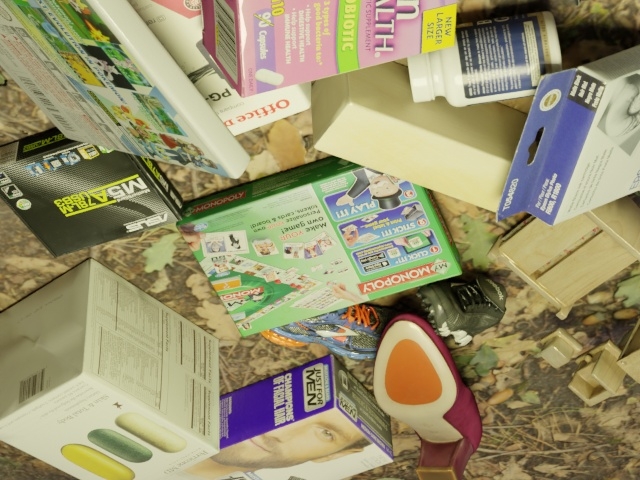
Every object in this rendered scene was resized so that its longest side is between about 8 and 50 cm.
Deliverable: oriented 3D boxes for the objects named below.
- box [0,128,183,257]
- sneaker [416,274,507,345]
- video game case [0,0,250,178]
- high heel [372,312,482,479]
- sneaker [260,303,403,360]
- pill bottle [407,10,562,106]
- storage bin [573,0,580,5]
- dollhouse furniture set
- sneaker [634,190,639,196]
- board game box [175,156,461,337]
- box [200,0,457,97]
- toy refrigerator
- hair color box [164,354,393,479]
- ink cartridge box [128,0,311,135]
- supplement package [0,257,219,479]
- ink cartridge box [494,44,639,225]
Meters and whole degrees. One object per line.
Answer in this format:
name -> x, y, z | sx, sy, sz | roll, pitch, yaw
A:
box -> -0.297, -0.067, 1.787 | 0.191, 0.045, 0.184 | -16, 136, 15
sneaker -> 0.201, 0.084, 1.948 | 0.106, 0.078, 0.234 | -30, 161, 9
video game case -> -0.261, -0.199, 1.502 | 0.300, 0.036, 0.329 | 15, 153, 41
high heel -> 0.162, 0.199, 2.082 | 0.127, 0.181, 0.377 | 3, 134, 16
sneaker -> 0.023, 0.109, 1.998 | 0.221, 0.083, 0.087 | 6, 134, -14
pill bottle -> 0.185, -0.204, 1.619 | 0.169, 0.094, 0.094 | -8, 140, 5
storage bin -> 0.294, -0.324, 1.490 | 0.091, 0.098, 0.135 | -20, 139, 4
dollhouse furniture set -> 0.357, 0.012, 1.937 | 0.355, 0.174, 0.303 | 41, 143, -5
sneaker -> 0.481, -0.077, 1.825 | 0.178, 0.072, 0.077 | 13, 146, -3
board game box -> 0.000, 0.000, 1.852 | 0.317, 0.046, 0.213 | -17, 128, 14
box -> 0.008, -0.283, 1.408 | 0.243, 0.117, 0.213 | -16, 132, -19
toy refrigerator -> 0.124, -0.128, 1.700 | 0.269, 0.102, 0.094 | 18, 136, -25
hair color box -> -0.078, 0.315, 2.215 | 0.339, 0.110, 0.185 | -24, 135, 21
ink cartridge box -> -0.134, -0.224, 1.566 | 0.172, 0.100, 0.237 | -18, 138, 18
supplement package -> -0.299, 0.200, 1.987 | 0.199, 0.198, 0.263 | -29, 134, 27
ink cartridge box -> 0.323, -0.121, 1.663 | 0.224, 0.045, 0.223 | -20, 141, -31
